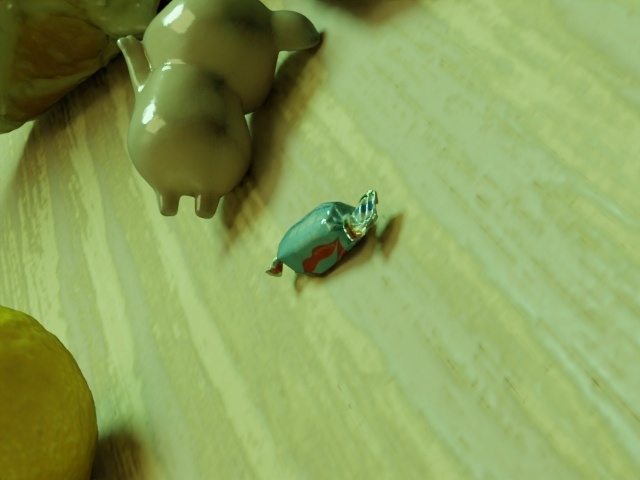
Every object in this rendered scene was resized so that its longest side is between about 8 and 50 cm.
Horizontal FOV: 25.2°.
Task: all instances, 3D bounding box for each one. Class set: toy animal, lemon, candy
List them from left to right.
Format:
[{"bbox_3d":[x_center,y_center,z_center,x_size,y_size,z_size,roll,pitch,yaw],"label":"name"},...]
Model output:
[{"bbox_3d":[-0.193,0.110,0.763,0.187,0.142,0.142,123,162,-53],"label":"lemon"},{"bbox_3d":[-0.062,-0.083,0.802,0.089,0.083,0.150,-3,71,47],"label":"toy animal"},{"bbox_3d":[0.000,0.001,0.656,0.083,0.020,0.030,-31,34,49],"label":"candy"}]

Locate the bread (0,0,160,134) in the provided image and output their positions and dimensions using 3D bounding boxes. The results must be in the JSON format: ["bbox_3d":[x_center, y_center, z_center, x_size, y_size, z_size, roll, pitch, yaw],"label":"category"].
[{"bbox_3d":[-0.296,-0.295,1.130,0.390,0.371,0.279,-20,42,50],"label":"bread"}]
